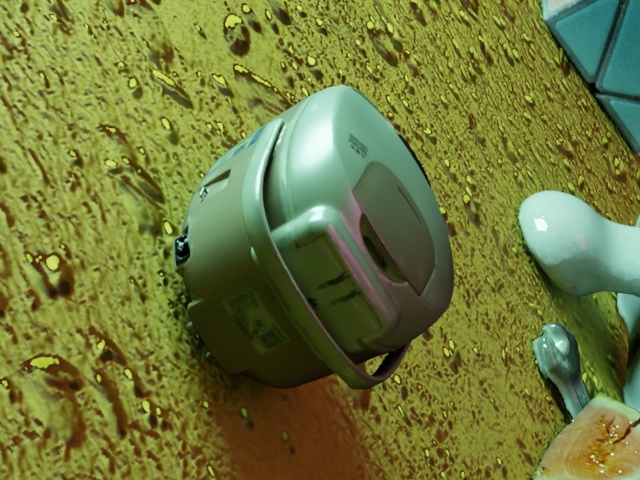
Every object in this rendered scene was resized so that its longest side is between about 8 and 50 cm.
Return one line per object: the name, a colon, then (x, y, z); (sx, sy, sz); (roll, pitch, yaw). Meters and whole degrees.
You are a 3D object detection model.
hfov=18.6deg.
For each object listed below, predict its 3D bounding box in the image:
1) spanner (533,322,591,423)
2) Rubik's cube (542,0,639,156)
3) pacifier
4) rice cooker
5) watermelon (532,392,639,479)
spanner: (0.227, 0.204, 1.486); (0.071, 0.017, 0.302); (-12, 78, -62)
Rubik's cube: (0.355, -0.249, 1.971); (0.205, 0.205, 0.207); (49, 26, -31)
pacifier: (0.259, 0.004, 1.605); (0.207, 0.227, 0.279); (15, 38, -7)
rice cooker: (0.000, 0.000, 1.084); (0.145, 0.127, 0.206); (56, 28, -15)
watermelon: (0.219, 0.169, 1.417); (0.087, 0.069, 0.163); (60, 33, -7)
